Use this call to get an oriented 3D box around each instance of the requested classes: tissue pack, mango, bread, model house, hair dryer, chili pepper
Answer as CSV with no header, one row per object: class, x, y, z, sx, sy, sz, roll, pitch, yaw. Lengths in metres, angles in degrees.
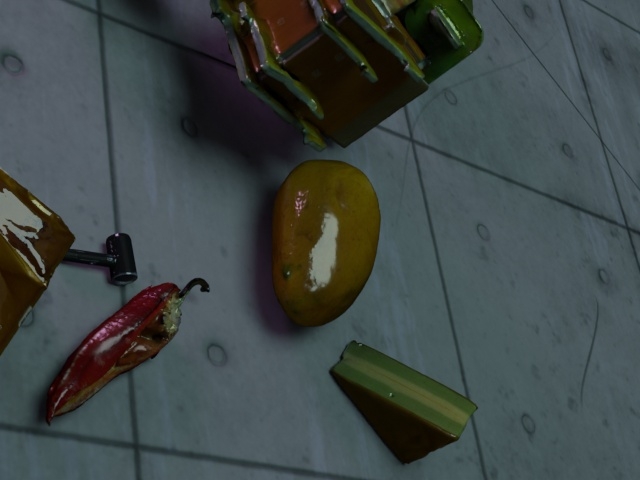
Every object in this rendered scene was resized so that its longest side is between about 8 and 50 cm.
tissue pack,-0.324,0.020,1.058,0.183,0.092,0.226,44,41,-17
mango,0.000,0.000,1.421,0.147,0.109,0.227,65,29,-31
bread,0.090,0.162,1.421,0.139,0.084,0.074,52,38,-5
model house,-0.014,-0.288,1.425,0.358,0.242,0.313,56,14,-4
hair dryer,-0.215,0.015,1.241,0.083,0.026,0.047,7,57,-37
chili pepper,-0.181,0.092,1.204,0.050,0.059,0.268,23,36,19

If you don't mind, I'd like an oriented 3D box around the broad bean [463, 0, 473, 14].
broad bean,0.106,-0.371,1.799,0.238,0.119,0.291,-9,72,-51
